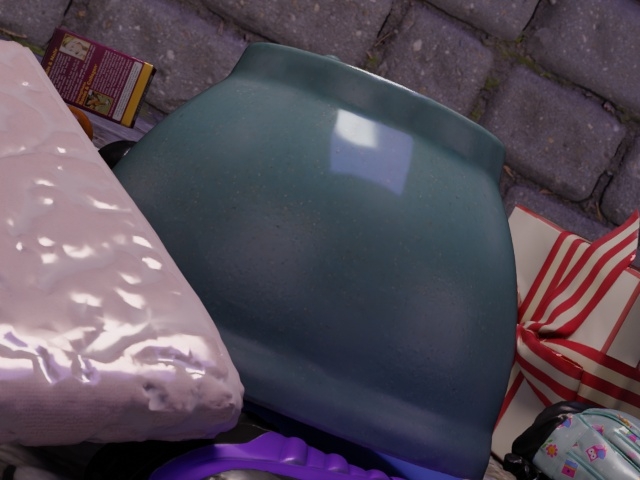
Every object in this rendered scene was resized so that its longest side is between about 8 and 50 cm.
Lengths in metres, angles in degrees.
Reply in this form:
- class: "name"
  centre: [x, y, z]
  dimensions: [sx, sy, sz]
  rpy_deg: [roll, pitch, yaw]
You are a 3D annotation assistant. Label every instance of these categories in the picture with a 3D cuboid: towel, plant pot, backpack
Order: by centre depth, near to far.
- class: "towel"
  centre: [-0.238, -0.014, 0.700]
  dimensions: [0.331, 0.053, 0.317]
  rpy_deg: [2, 35, -36]
- class: "plant pot"
  centre: [0.000, 0.000, 0.918]
  dimensions: [0.293, 0.196, 0.293]
  rpy_deg: [23, -2, 1]
- class: "backpack"
  centre: [0.265, 0.216, 1.270]
  dimensions: [0.152, 0.115, 0.182]
  rpy_deg: [25, 9, -44]

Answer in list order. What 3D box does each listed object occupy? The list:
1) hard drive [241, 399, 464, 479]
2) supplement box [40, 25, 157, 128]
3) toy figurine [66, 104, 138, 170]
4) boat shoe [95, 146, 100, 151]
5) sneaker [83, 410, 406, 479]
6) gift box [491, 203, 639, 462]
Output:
- class: "hard drive"
  centre: [-0.006, 0.142, 1.052]
  dimensions: [0.318, 0.040, 0.210]
  rpy_deg: [32, 7, 31]
- class: "supplement box"
  centre: [-0.178, -0.128, 1.188]
  dimensions: [0.083, 0.055, 0.043]
  rpy_deg: [23, 2, -4]
- class: "toy figurine"
  centre: [-0.192, -0.031, 1.159]
  dimensions: [0.209, 0.148, 0.213]
  rpy_deg: [30, 7, 20]
- class: "boat shoe"
  centre: [-0.244, -0.065, 1.630]
  dimensions: [0.063, 0.066, 0.184]
  rpy_deg: [23, -2, -28]
- class: "sneaker"
  centre: [-0.001, 0.145, 0.778]
  dimensions: [0.293, 0.102, 0.146]
  rpy_deg: [21, 9, -48]
- class: "gift box"
  centre: [0.272, 0.105, 1.509]
  dimensions: [0.258, 0.276, 0.255]
  rpy_deg: [22, 3, -32]
